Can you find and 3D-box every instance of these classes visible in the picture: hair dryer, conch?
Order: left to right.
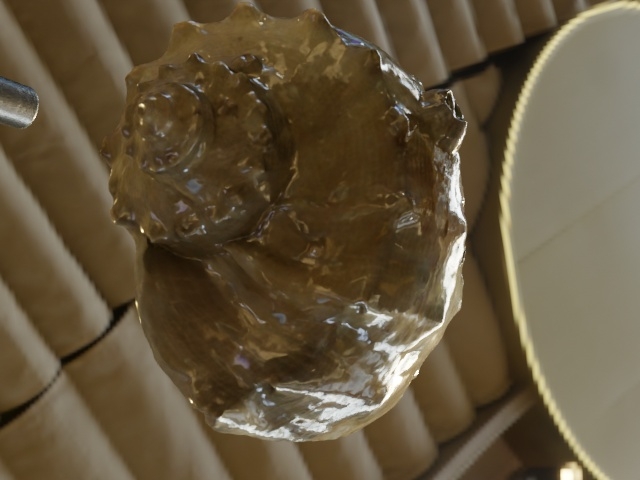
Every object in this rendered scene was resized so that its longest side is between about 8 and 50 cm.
[{"bbox_3d":[-0.395,-0.120,1.339,0.173,0.195,0.050,19,-124,-53],"label":"hair dryer"},{"bbox_3d":[0.006,-0.002,0.874,0.324,0.186,0.263,20,-111,-36],"label":"conch"}]
